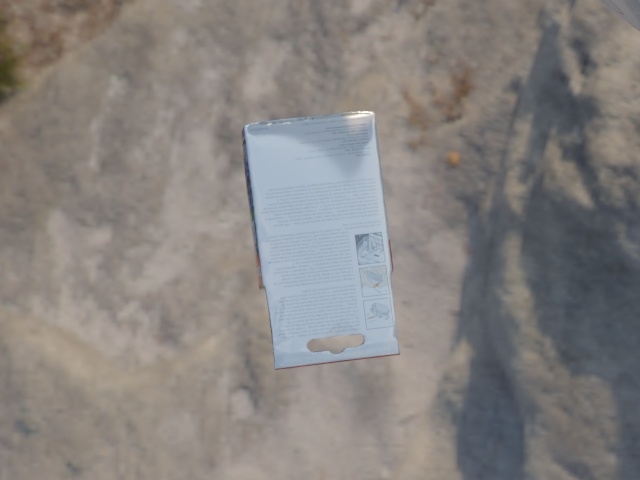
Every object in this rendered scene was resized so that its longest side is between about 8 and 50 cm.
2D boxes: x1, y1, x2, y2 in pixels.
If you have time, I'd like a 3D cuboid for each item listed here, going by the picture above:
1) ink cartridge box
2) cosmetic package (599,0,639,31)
[{"bbox_3d":[0.000,0.000,0.792,0.029,0.062,0.115,151,112,-82],"label":"ink cartridge box"},{"bbox_3d":[0.140,-0.378,0.999,0.393,0.329,0.327,41,98,20],"label":"cosmetic package"}]
